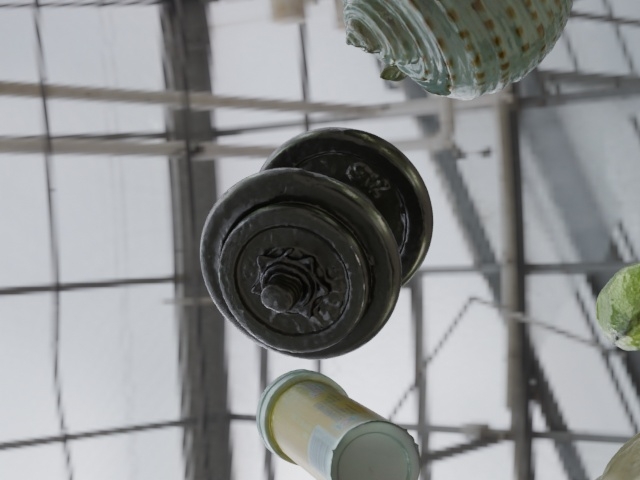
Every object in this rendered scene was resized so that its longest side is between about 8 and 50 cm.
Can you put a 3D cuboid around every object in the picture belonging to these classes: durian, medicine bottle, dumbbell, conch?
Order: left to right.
[{"bbox_3d":[0.000,0.000,1.501,0.290,0.192,0.192,-52,-51,-63],"label":"dumbbell"},{"bbox_3d":[0.010,0.141,1.104,0.074,0.218,0.074,-1,-87,-13],"label":"medicine bottle"},{"bbox_3d":[0.113,-0.198,1.234,0.172,0.200,0.131,58,-169,-3],"label":"conch"},{"bbox_3d":[0.440,0.079,2.060,0.139,0.250,0.101,-11,-113,-15],"label":"durian"}]

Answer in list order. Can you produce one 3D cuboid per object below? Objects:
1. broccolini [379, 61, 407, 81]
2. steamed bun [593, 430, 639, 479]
[{"bbox_3d":[0.094,-0.236,1.448,0.071,0.057,0.254,55,-149,-42],"label":"broccolini"},{"bbox_3d":[0.337,0.224,1.246,0.289,0.203,0.276,-9,-60,-36],"label":"steamed bun"}]
